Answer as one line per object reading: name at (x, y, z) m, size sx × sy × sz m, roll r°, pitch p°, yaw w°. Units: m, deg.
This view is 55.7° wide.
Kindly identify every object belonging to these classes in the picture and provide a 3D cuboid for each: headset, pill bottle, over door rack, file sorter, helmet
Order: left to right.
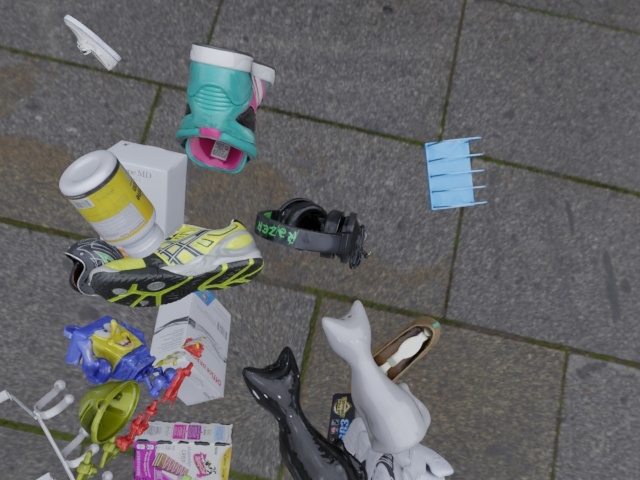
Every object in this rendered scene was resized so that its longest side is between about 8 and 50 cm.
over door rack at (-0.532, 0.407, 1.220) m, size 0.108 × 0.324 × 0.239 m, roll -33°, pitch 107°, yaw -45°
helmet at (-0.648, 0.074, 1.743) m, size 0.170 × 0.169 × 0.161 m, roll 3°, pitch 89°, yaw -3°
pill bottle at (-0.345, -0.055, 1.028) m, size 0.103 × 0.184 × 0.103 m, roll -14°, pitch 44°, yaw 14°
headset at (0.000, 0.000, 1.548) m, size 0.244 × 0.394 × 0.185 m, roll 19°, pitch 104°, yaw 35°
file sorter at (0.338, -0.166, 1.501) m, size 0.118 × 0.104 × 0.170 m, roll -7°, pitch 94°, yaw -12°

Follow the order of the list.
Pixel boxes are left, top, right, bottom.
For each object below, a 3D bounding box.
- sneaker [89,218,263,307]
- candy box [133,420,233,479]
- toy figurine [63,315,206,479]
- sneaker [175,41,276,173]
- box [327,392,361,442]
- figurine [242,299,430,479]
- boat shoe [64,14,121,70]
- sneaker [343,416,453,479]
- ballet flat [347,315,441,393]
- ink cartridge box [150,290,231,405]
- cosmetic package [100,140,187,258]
sneaker at (-0.332, 0.049, 1.397) m, size 0.385 × 0.145 × 0.147 m, roll -9°, pitch 62°, yaw -25°
candy box at (-0.339, 0.529, 1.501) m, size 0.234 × 0.159 × 0.071 m, roll 4°, pitch 31°, yaw -9°
toy figurine at (-0.385, 0.233, 1.066) m, size 0.217 × 0.362 × 0.191 m, roll 31°, pitch 106°, yaw 7°
sneaker at (-0.141, -0.198, 0.950) m, size 0.124 × 0.295 × 0.178 m, roll 13°, pitch 101°, yaw 4°
box at (0.077, 0.598, 1.560) m, size 0.074 × 0.293 × 0.295 m, roll -5°, pitch 41°, yaw 13°
figurine at (0.023, 0.207, 0.791) m, size 0.215 × 0.092 × 0.209 m, roll -30°, pitch 96°, yaw -34°
boat shoe at (-0.364, -0.308, 0.952) m, size 0.100 × 0.035 × 0.035 m, roll 41°, pitch 85°, yaw -35°
sneaker at (0.166, 0.485, 1.195) m, size 0.210 × 0.366 × 0.137 m, roll 23°, pitch 96°, yaw -9°
ballet flat at (0.201, 0.341, 1.703) m, size 0.342 × 0.124 × 0.116 m, roll -40°, pitch 79°, yaw 4°
ink cartridge box at (-0.385, 0.300, 1.820) m, size 0.129 × 0.223 × 0.307 m, roll -18°, pitch 42°, yaw 14°
cosmetic package at (-0.578, -0.072, 1.973) m, size 0.230 × 0.161 × 0.452 m, roll 13°, pitch 119°, yaw 6°
